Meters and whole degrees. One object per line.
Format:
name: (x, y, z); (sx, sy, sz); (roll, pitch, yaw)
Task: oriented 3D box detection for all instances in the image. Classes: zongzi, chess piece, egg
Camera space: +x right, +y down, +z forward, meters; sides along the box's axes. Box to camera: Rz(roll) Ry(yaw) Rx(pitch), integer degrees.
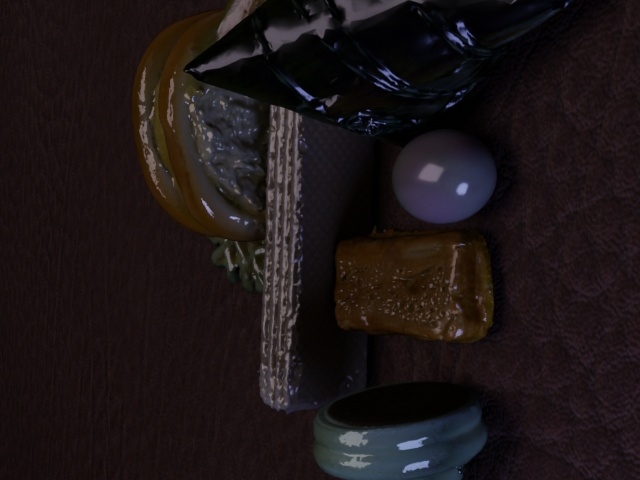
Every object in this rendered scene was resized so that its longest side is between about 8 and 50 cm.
zongzi: (0.087, -0.305, 1.538); (0.383, 0.319, 0.362); (-34, 52, 40)
chess piece: (0.102, 0.321, 1.605); (0.194, 0.195, 0.299); (11, 111, 63)
egg: (0.135, -0.070, 1.563); (0.135, 0.103, 0.103); (-12, 82, 61)

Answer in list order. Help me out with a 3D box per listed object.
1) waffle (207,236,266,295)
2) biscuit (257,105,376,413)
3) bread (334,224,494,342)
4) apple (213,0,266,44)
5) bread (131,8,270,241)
waffle: (-0.102, -0.086, 2.092); (0.292, 0.056, 0.309); (42, 128, 55)
biscuit: (0.000, 0.000, 1.802); (0.078, 0.144, 0.426); (13, 102, 49)
bread: (0.105, 0.047, 1.665); (0.271, 0.077, 0.139); (-4, 85, 62)
apple: (0.008, -0.294, 1.679); (0.120, 0.265, 0.193); (30, 115, 25)
bread: (-0.144, -0.150, 1.886); (0.270, 0.211, 0.315); (12, 107, 50)
